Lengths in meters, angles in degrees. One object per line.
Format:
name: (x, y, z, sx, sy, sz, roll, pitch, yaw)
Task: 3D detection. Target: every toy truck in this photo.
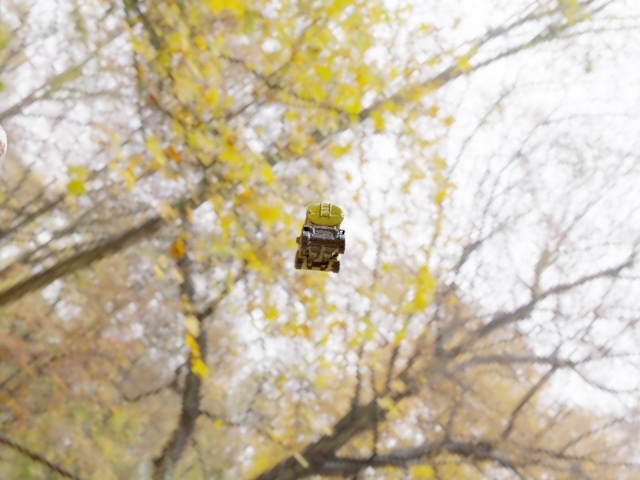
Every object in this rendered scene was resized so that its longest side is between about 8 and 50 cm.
toy truck: (0.000, 0.000, 1.305, 0.049, 0.054, 0.083, 6, -25, -4)

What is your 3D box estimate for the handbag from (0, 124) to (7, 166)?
handbag: (-0.344, -0.036, 1.041, 0.151, 0.193, 0.072, 22, -2, 39)
